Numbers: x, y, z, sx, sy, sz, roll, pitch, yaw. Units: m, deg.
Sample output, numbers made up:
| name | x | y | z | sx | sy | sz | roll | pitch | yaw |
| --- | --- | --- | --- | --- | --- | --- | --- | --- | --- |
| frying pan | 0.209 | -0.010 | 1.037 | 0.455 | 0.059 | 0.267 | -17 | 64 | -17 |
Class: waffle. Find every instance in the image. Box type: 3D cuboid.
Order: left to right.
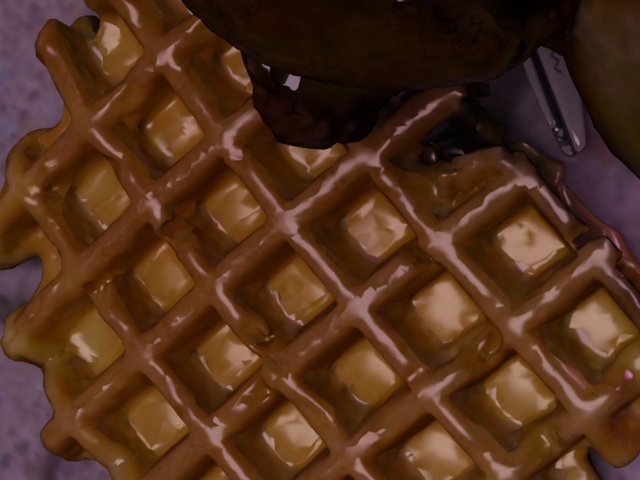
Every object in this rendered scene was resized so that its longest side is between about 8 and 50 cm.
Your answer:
| name | x | y | z | sx | sy | sz | roll | pitch | yaw |
| --- | --- | --- | --- | --- | --- | --- | --- | --- | --- |
| waffle | 0.000 | 0.001 | 0.759 | 0.309 | 0.065 | 0.283 | 6 | 93 | 15 |

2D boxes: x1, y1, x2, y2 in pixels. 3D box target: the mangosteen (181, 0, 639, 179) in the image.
| name | x | y | z | sx | sy | sz | roll | pitch | yaw |
| --- | --- | --- | --- | --- | --- | --- | --- | --- | --- |
| mangosteen | 0.100 | -0.216 | 0.560 | 0.381 | 0.381 | 0.421 | 19 | 90 | 15 |

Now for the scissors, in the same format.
| name | x | y | z | sx | sy | sz | roll | pitch | yaw |
| --- | --- | --- | --- | --- | --- | --- | --- | --- | --- |
| scissors | 0.075 | -0.117 | 0.756 | 0.085 | 0.022 | 0.176 | -15 | 84 | 9 |
